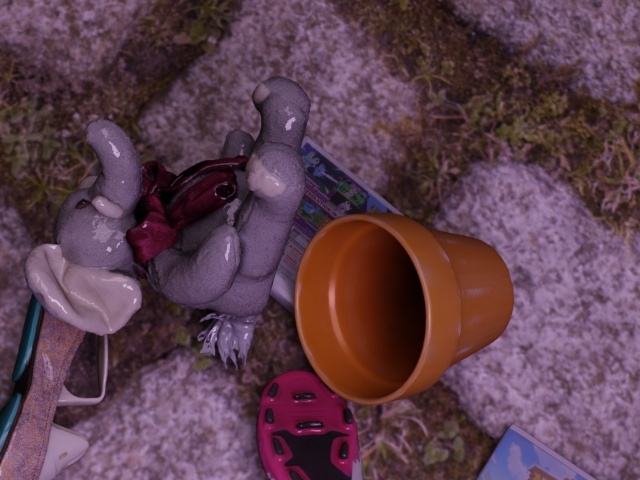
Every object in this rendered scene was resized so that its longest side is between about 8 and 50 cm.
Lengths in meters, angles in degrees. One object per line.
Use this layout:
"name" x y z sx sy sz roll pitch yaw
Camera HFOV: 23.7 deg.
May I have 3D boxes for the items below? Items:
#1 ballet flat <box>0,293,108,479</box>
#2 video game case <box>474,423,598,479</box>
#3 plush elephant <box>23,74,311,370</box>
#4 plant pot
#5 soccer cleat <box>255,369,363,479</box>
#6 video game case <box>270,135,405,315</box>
"ballet flat" -0.288 0.175 1.626 0.106 0.107 0.316 22 65 -16
"video game case" 0.252 0.339 1.696 0.212 0.023 0.193 34 66 5
"plush elephant" -0.168 -0.026 1.629 0.255 0.330 0.272 14 31 -6
"plant pot" 0.107 0.067 1.686 0.188 0.205 0.205 -6 66 -43
"soccer cleat" -0.001 0.292 1.629 0.116 0.143 0.331 -5 45 -18
"video game case" 0.000 0.000 1.792 0.201 0.023 0.183 40 67 8
